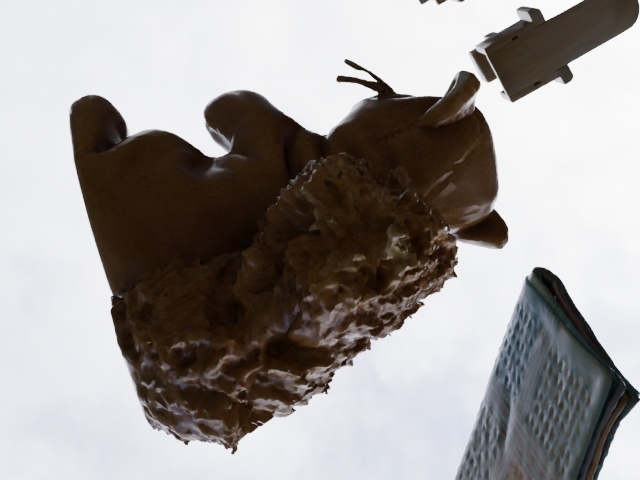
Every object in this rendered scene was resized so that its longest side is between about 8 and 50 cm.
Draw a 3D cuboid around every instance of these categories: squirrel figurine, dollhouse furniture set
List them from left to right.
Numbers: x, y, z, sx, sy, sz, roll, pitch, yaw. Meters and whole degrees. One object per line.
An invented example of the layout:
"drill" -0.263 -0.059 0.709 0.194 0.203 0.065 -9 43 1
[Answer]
"squirrel figurine" 0.000 0.000 0.969 0.370 0.281 0.397 -16 -152 -5
"dollhouse furniture set" 0.174 -0.329 1.168 0.174 0.303 0.355 -29 -167 4

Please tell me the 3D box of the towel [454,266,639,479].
"towel" 0.215 0.242 1.159 0.040 0.370 0.271 10 -158 -12
